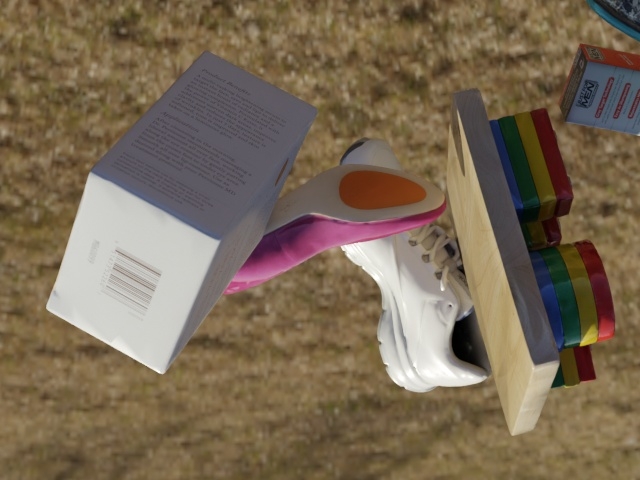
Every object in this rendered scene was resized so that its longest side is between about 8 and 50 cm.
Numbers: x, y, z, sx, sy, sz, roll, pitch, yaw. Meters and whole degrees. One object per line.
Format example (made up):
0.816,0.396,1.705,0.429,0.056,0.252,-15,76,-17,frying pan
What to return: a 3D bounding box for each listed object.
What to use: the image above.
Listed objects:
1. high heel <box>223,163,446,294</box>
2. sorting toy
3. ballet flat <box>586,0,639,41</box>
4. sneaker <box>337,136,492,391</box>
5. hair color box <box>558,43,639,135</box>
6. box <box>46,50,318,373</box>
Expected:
0.000,0.000,1.255,0.244,0.082,0.117,-7,132,8,high heel
0.191,0.021,1.224,0.089,0.255,0.257,-13,159,-1,sorting toy
0.467,-0.177,1.158,0.483,0.164,0.182,29,134,-9,ballet flat
0.108,0.024,1.417,0.129,0.111,0.297,-2,117,48,sneaker
0.314,-0.143,1.320,0.141,0.043,0.072,10,123,-10,hair color box
-0.089,-0.022,0.887,0.091,0.170,0.130,28,128,3,box
